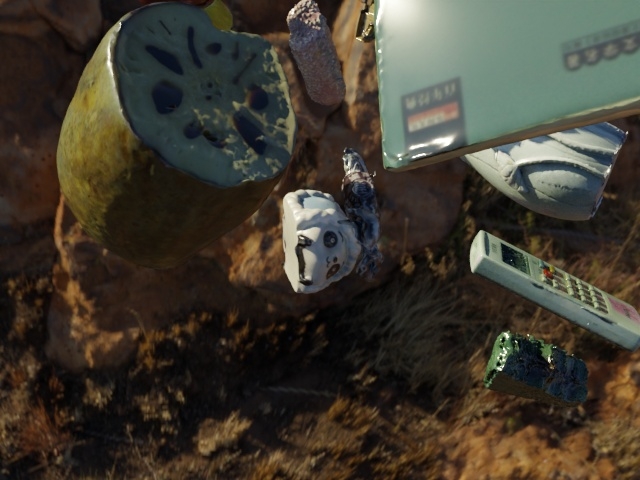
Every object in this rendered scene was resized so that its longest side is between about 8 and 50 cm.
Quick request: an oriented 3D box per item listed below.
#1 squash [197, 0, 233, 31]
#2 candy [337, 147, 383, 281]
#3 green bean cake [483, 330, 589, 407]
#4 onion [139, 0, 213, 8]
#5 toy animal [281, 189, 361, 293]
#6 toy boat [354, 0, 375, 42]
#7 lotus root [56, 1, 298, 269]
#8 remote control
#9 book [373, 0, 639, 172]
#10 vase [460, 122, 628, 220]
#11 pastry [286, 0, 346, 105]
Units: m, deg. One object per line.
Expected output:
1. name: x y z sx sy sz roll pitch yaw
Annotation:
1. squash: -0.288 -0.543 2.029 0.123 0.186 0.123 0 88 11
2. candy: 0.051 -0.040 1.076 0.051 0.094 0.226 -9 37 7
3. green bean cake: 0.444 0.262 1.723 0.208 0.193 0.107 16 71 8
4. onion: -0.280 -0.596 1.853 0.272 0.195 0.272 -11 61 21
5. toy animal: 0.000 0.000 1.874 0.156 0.208 0.204 -10 28 -16
6. toy boat: 0.112 -0.489 1.665 0.072 0.206 0.064 -11 37 -43
7. lotus root: -0.184 -0.098 0.996 0.250 0.346 0.251 8 69 -21
8. remote control: 0.438 0.092 1.582 0.344 0.050 0.145 26 22 -1
9. book: 0.142 -0.239 0.481 0.264 0.031 0.379 -13 70 32
10. vase: 0.410 -0.207 1.842 0.445 0.250 0.250 24 56 20
11. pastry: -0.008 -0.431 2.022 0.102 0.265 0.112 -19 34 4
